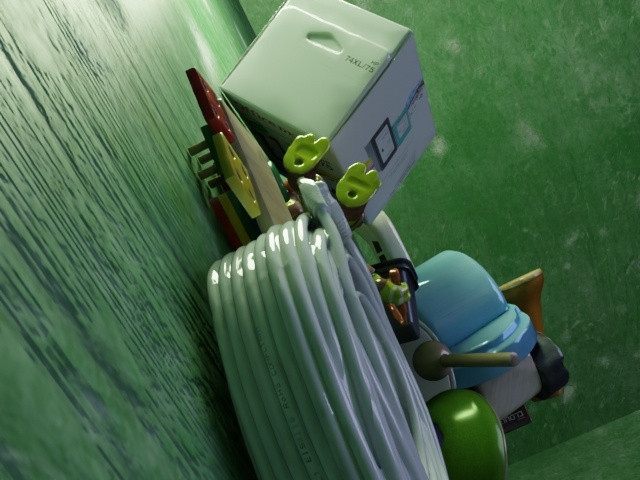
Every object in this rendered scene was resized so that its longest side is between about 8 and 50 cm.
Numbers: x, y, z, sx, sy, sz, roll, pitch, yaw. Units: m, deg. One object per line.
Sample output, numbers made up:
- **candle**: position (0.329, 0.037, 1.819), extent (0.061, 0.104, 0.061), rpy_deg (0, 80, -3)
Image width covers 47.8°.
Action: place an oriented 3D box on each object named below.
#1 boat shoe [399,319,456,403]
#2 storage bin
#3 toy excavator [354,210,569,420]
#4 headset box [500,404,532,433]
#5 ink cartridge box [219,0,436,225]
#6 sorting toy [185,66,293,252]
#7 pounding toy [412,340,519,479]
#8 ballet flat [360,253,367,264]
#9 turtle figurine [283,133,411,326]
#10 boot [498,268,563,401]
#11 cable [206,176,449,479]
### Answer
- **boat shoe**: position (0.102, 0.149, 1.078), extent (0.254, 0.095, 0.079), rpy_deg (44, -14, 18)
- **storage bin**: position (0.067, 0.090, 0.945), extent (0.098, 0.135, 0.091), rpy_deg (58, 18, -54)
- **toy excavator**: position (0.163, 0.080, 1.251), extent (0.433, 0.222, 0.445), rpy_deg (7, -58, 67)
- **headset box**: position (0.257, 0.288, 1.410), extent (0.110, 0.218, 0.293), rpy_deg (56, 9, -73)
- **ink cartridge box**: position (0.024, -0.192, 1.066), extent (0.198, 0.197, 0.270), rpy_deg (32, -10, 25)
- **sorting toy**: position (-0.064, -0.036, 0.617), extent (0.274, 0.046, 0.132), rpy_deg (50, 16, -74)
- **pounding toy**: position (0.127, 0.235, 0.864), extent (0.183, 0.110, 0.236), rpy_deg (-10, -113, 66)
- **ballet flat**: position (0.000, 0.000, 1.055), extent (0.079, 0.077, 0.221), rpy_deg (25, 32, -54)
- **turtle figurine**: position (0.001, -0.019, 0.834), extent (0.269, 0.087, 0.217), rpy_deg (48, -21, 28)
- **boot**: position (0.385, 0.180, 1.304), extent (0.295, 0.104, 0.211), rpy_deg (81, -14, -72)
- **cable**: position (0.015, 0.109, 0.466), extent (0.257, 0.089, 0.257), rpy_deg (-99, 165, -64)
